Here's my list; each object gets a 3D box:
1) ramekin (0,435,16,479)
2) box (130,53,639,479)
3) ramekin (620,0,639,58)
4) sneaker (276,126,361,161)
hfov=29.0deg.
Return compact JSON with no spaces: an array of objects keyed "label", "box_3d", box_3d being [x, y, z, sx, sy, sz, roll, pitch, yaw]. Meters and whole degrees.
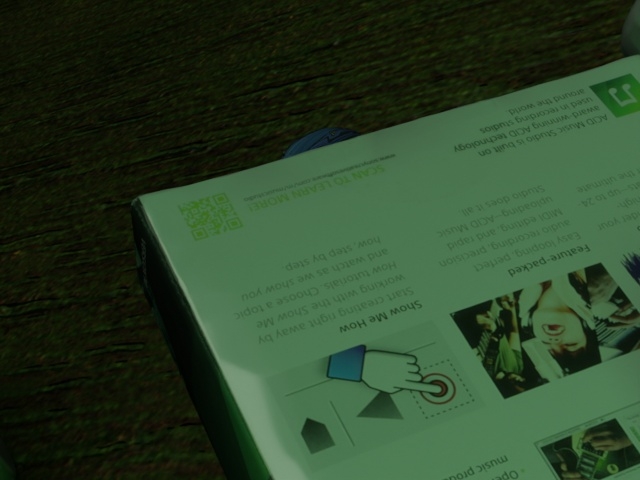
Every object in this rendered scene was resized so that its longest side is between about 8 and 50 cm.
[{"label":"ramekin","box_3d":[-0.356,0.109,0.913,0.148,0.303,0.303,-33,30,-13]},{"label":"box","box_3d":[0.097,0.081,0.422,0.232,0.058,0.322,-17,52,-18]},{"label":"ramekin","box_3d":[0.291,-0.151,0.661,0.277,0.135,0.277,-43,-10,-9]},{"label":"sneaker","box_3d":[0.000,0.000,0.945,0.087,0.083,0.221,2,50,26]}]
